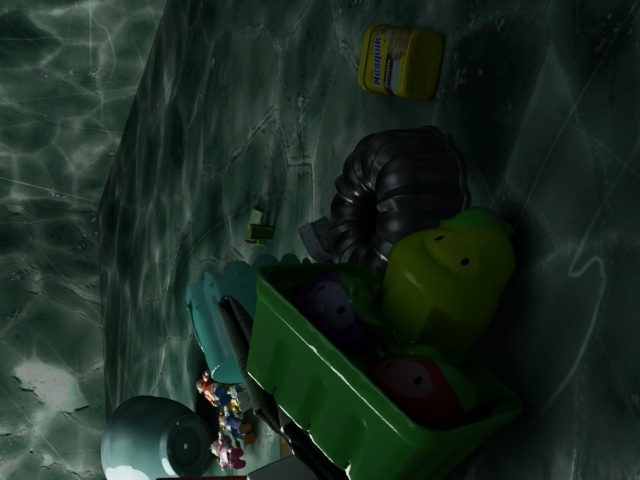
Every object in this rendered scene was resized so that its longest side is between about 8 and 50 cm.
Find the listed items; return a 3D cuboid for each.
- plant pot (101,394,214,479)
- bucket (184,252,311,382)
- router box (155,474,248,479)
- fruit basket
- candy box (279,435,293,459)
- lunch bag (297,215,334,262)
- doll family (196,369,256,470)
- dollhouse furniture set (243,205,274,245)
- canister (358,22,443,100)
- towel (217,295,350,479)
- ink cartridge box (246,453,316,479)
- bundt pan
[{"bbox_3d":[-0.412,0.557,2.508,0.196,0.293,0.293,-13,72,38],"label":"plant pot"},{"bbox_3d":[-0.124,0.164,1.893,0.281,0.281,0.183,-49,51,54],"label":"bucket"},{"bbox_3d":[-0.238,0.651,2.016,0.082,0.301,0.335,-116,38,-49],"label":"router box"},{"bbox_3d":[0.116,0.117,1.295,0.392,0.283,0.392,1,91,41],"label":"fruit basket"},{"bbox_3d":[0.018,0.364,1.745,0.316,0.087,0.183,152,118,-62],"label":"candy box"},{"bbox_3d":[0.000,0.000,1.900,0.071,0.053,0.083,-24,90,63],"label":"lunch bag"},{"bbox_3d":[-0.217,0.427,2.281,0.163,0.118,0.263,8,111,60],"label":"doll family"},{"bbox_3d":[-0.167,-0.034,2.280,0.152,0.058,0.076,-141,59,-62],"label":"dollhouse furniture set"},{"bbox_3d":[0.138,-0.310,1.619,0.170,0.073,0.126,-149,66,-62],"label":"canister"},{"bbox_3d":[-0.052,0.280,1.521,0.312,0.056,0.324,60,177,-39],"label":"towel"},{"bbox_3d":[-0.050,0.565,1.708,0.211,0.121,0.289,50,144,35],"label":"ink cartridge box"},{"bbox_3d":[0.111,-0.036,1.567,0.331,0.124,0.331,-176,90,-67],"label":"bundt pan"}]
